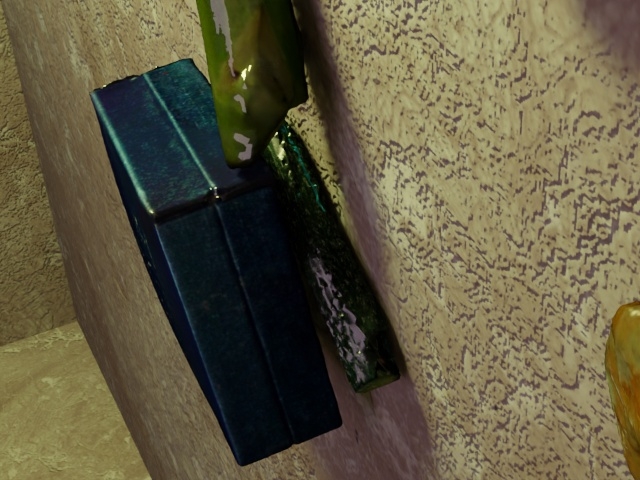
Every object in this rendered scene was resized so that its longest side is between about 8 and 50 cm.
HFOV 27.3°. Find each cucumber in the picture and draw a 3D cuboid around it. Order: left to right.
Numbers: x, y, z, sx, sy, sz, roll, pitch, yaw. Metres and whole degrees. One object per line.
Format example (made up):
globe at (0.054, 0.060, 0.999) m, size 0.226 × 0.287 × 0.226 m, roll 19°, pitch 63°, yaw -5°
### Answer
cucumber at (-0.001, 0.000, 1.056) m, size 0.044 × 0.043 × 0.256 m, roll 109°, pitch 140°, yaw -66°

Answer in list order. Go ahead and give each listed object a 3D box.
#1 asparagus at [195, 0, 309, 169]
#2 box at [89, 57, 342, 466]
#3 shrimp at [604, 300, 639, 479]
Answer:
asparagus at (-0.066, -0.225, 0.962) m, size 0.082 × 0.085 × 0.343 m, roll -130°, pitch 31°, yaw -77°
box at (-0.096, 0.011, 1.166) m, size 0.279 × 0.116 × 0.261 m, roll -127°, pitch 19°, yaw -57°
shrimp at (0.193, 0.168, 0.610) m, size 0.154 × 0.062 × 0.294 m, roll 169°, pitch 85°, yaw -85°
